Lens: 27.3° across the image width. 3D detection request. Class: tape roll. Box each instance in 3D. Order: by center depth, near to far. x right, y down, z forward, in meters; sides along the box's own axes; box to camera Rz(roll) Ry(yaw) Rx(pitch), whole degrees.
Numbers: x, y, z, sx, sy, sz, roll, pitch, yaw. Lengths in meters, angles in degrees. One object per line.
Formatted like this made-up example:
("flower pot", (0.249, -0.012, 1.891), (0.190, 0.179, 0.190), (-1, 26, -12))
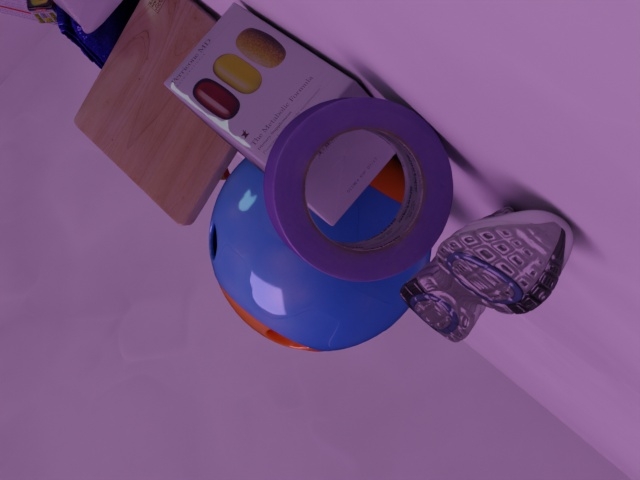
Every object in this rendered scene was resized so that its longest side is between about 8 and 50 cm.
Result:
("tape roll", (0.038, -0.055, 1.373), (0.189, 0.189, 0.080), (42, 178, -12))

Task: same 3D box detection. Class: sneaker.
("sneaker", (0.180, 0.011, 1.363), (0.111, 0.129, 0.297), (44, 159, -5))

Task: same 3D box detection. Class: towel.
("towel", (-0.326, -0.343, 2.007), (0.308, 0.076, 0.227), (55, -160, -66))

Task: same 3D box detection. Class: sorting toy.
("sorting toy", (-0.190, -0.197, 1.875), (0.255, 0.257, 0.089), (42, -159, 24))

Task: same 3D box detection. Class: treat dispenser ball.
("treat dispenser ball", (0.000, 0.000, 1.701), (0.288, 0.288, 0.288), (41, 177, 2))

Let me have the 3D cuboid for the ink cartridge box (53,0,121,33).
("ink cartridge box", (-0.315, -0.395, 1.159), (0.395, 0.166, 0.285), (42, 178, 2))

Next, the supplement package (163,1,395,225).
("supplement package", (-0.045, -0.151, 1.540), (0.244, 0.139, 0.134), (38, 177, 41))

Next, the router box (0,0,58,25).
("router box", (-0.533, -0.458, 2.213), (0.335, 0.082, 0.301), (13, 173, -5))

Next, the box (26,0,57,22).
("box", (-0.408, -0.429, 1.913), (0.114, 0.036, 0.207), (156, 109, -87))
